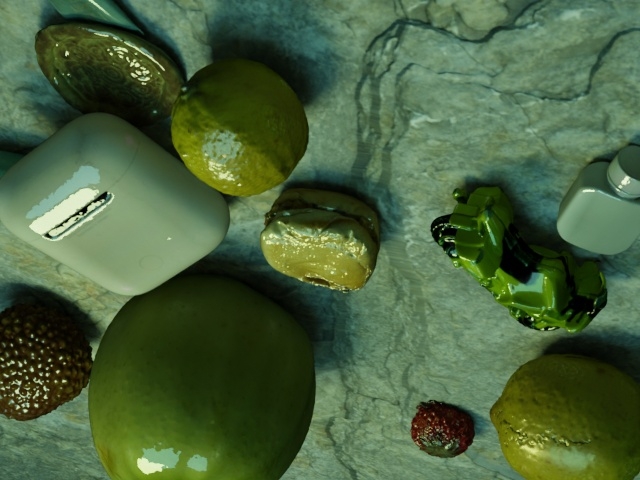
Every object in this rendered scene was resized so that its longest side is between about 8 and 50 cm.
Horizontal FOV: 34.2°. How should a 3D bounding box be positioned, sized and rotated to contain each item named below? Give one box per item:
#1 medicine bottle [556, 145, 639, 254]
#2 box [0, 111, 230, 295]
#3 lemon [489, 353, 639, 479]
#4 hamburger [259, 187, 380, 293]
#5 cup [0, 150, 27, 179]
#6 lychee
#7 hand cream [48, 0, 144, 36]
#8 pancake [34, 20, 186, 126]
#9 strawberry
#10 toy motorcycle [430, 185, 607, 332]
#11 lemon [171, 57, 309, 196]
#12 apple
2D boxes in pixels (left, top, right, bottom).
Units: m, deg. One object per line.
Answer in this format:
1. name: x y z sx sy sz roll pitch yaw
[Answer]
1. medicine bottle: 0.425 -0.058 1.514 0.119 0.069 0.183 19 147 1
2. box: -0.346 -0.052 1.756 0.289 0.141 0.349 -31 134 24
3. lemon: 0.463 0.335 1.879 0.310 0.258 0.258 6 144 27
4. hamburger: 0.000 -0.001 1.760 0.214 0.108 0.213 14 146 9
5. cup: -0.581 -0.105 1.881 0.236 0.148 0.134 18 172 7
6. lychee: -0.645 0.263 2.320 0.267 0.267 0.267 13 145 9
7. hand cream: -0.380 -0.380 1.453 0.111 0.070 0.312 -4 144 32
8. pancake: -0.327 -0.258 1.616 0.250 0.031 0.250 11 151 6
9. strawberry: 0.261 0.415 2.235 0.145 0.086 0.145 13 147 8
10. toy motorcycle: 0.328 0.051 1.650 0.206 0.142 0.342 -19 133 40
11. lemon: -0.119 -0.166 1.514 0.192 0.192 0.231 -11 143 36
12. apple: -0.233 0.302 2.029 0.474 0.473 0.473 13 145 9
